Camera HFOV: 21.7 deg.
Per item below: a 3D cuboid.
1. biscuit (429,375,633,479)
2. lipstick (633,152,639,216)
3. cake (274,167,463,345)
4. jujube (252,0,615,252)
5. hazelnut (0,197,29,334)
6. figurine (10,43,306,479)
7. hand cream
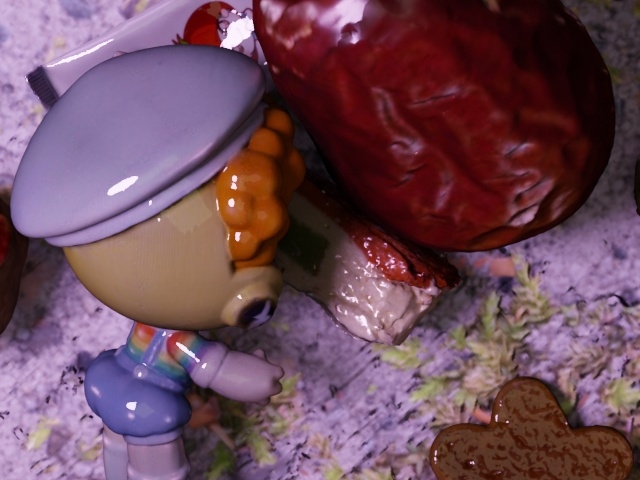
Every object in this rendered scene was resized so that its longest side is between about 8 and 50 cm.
[{"bbox_3d":[0.194,0.233,1.379,0.180,0.039,0.236,-33,81,-7],"label":"biscuit"},{"bbox_3d":[0.382,-0.050,1.371,0.241,0.080,0.080,-1,95,-5],"label":"lipstick"},{"bbox_3d":[0.003,0.005,1.325,0.220,0.117,0.086,31,98,-8],"label":"cake"},{"bbox_3d":[0.083,-0.120,1.236,0.223,0.223,0.318,-49,136,1],"label":"jujube"},{"bbox_3d":[-0.298,0.015,1.287,0.143,0.154,0.143,2,65,-4],"label":"hazelnut"},{"bbox_3d":[-0.123,0.046,1.246,0.205,0.224,0.382,-7,104,-27],"label":"figurine"},{"bbox_3d":[-0.068,-0.163,1.337,0.336,0.076,0.121,-30,97,5],"label":"hand cream"}]
